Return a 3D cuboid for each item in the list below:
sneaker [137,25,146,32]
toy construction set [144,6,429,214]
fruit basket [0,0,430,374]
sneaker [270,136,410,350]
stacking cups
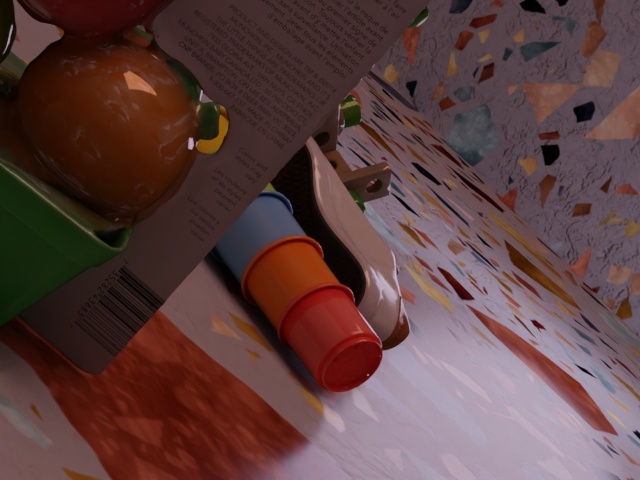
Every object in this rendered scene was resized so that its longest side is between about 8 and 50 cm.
[{"bbox_3d":[-0.150,-0.247,2.198,0.081,0.094,0.208,44,10,25],"label":"sneaker"},{"bbox_3d":[-0.040,-0.142,1.932,0.309,0.257,0.237,7,43,-35],"label":"toy construction set"},{"bbox_3d":[-0.154,-0.138,1.058,0.327,0.353,0.165,38,13,-11],"label":"fruit basket"},{"bbox_3d":[0.000,0.000,1.748,0.123,0.106,0.290,35,22,-47],"label":"sneaker"},{"bbox_3d":[-0.046,0.011,1.572,0.096,0.096,0.316,27,21,-51],"label":"stacking cups"}]
